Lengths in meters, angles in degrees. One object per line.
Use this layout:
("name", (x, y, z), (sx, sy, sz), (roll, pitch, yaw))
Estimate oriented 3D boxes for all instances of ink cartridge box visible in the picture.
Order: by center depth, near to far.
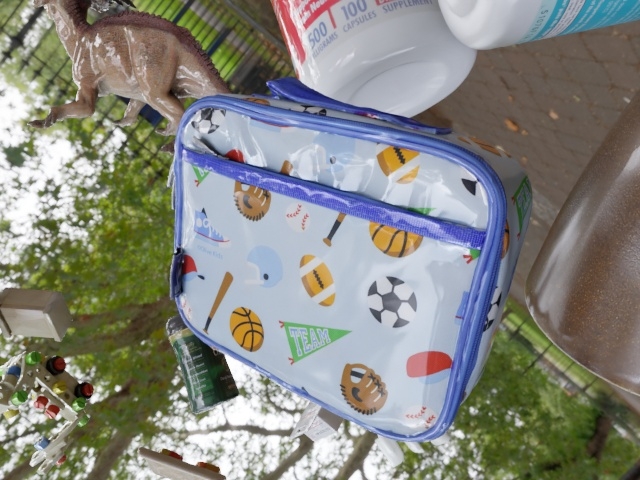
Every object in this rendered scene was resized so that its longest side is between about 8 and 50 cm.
("ink cartridge box", (0.012, 0.383, 1.221), (0.062, 0.104, 0.181), (40, -132, -4))

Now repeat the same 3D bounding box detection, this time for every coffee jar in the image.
("coffee jar", (-0.222, 0.221, 1.013), (0.184, 0.079, 0.096), (67, -169, 12))

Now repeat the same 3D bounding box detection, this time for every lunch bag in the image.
("lunch bag", (0.000, 0.000, 0.443), (0.304, 0.243, 0.115), (19, -157, 29))

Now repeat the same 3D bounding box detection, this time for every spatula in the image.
("spatula", (0.182, 0.414, 1.297), (0.242, 0.168, 0.019), (57, -163, -4))

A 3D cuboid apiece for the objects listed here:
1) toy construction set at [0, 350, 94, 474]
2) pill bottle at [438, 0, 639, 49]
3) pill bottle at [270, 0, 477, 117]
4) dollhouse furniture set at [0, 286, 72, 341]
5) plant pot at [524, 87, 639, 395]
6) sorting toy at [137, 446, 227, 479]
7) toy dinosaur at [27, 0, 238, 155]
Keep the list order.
("toy construction set", (-0.679, 0.402, 1.311), (0.215, 0.151, 0.327), (-80, -25, -58))
("pill bottle", (0.231, -0.243, 0.415), (0.146, 0.264, 0.146), (168, 90, -85))
("pill bottle", (0.035, -0.376, 0.736), (0.229, 0.229, 0.407), (23, -133, -71))
("dollhouse furniture set", (-0.337, 0.045, 0.449), (0.182, 0.160, 0.101), (4, -138, 3))
("plant pot", (0.293, -0.030, 0.411), (0.216, 0.230, 0.215), (1, -148, -1))
("sorting toy", (-0.289, 0.506, 1.185), (0.193, 0.038, 0.208), (16, 146, 8))
("toy dinosaur", (-0.214, -0.219, 0.621), (0.296, 0.200, 0.127), (12, -159, 2))
